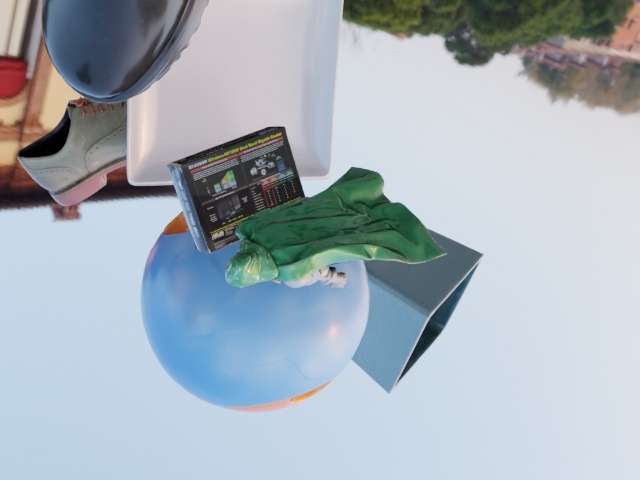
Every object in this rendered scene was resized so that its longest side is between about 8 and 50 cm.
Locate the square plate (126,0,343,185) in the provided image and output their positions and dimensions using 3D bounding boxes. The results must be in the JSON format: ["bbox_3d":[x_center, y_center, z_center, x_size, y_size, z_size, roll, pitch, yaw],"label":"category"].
[{"bbox_3d":[-0.140,-0.262,1.301,0.344,0.347,0.049,-3,-157,-17],"label":"square plate"}]

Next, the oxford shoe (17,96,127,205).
[{"bbox_3d":[-0.348,-0.197,1.350,0.130,0.348,0.123,46,-170,-41],"label":"oxford shoe"}]

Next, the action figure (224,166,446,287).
[{"bbox_3d":[0.000,0.000,0.734,0.137,0.063,0.232,41,-146,25],"label":"action figure"}]

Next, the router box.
[{"bbox_3d":[-0.080,-0.052,0.809,0.123,0.092,0.038,-24,-161,-26],"label":"router box"}]

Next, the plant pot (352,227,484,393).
[{"bbox_3d":[0.133,0.100,1.639,0.252,0.247,0.248,34,-137,16],"label":"plant pot"}]

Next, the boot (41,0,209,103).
[{"bbox_3d":[-0.195,-0.240,0.518,0.146,0.367,0.445,31,-159,6],"label":"boot"}]

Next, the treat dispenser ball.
[{"bbox_3d":[-0.082,0.072,1.028,0.288,0.288,0.288,18,-157,-8],"label":"treat dispenser ball"}]
